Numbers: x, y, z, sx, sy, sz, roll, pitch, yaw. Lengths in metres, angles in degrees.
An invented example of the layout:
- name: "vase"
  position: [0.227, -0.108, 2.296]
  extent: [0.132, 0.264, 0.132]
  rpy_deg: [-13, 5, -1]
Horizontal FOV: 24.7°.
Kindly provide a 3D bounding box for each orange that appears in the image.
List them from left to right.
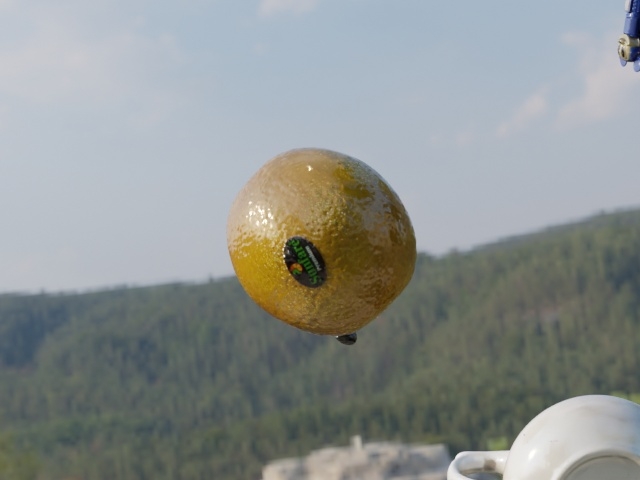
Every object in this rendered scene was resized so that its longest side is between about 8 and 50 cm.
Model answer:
- name: "orange"
  position: [0.000, 0.000, 1.757]
  extent: [0.236, 0.236, 0.236]
  rpy_deg: [-7, -4, -1]

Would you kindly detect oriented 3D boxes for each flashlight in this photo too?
- name: "flashlight"
  position: [0.409, -0.284, 1.910]
  extent: [0.035, 0.121, 0.057]
  rpy_deg: [-2, 19, -18]

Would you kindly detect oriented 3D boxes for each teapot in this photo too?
- name: "teapot"
  position: [0.293, 0.267, 1.631]
  extent: [0.298, 0.204, 0.139]
  rpy_deg: [4, 16, -3]

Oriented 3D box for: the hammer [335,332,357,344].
- name: "hammer"
  position: [0.020, 0.026, 1.895]
  extent: [0.103, 0.246, 0.029]
  rpy_deg: [5, -35, -10]
